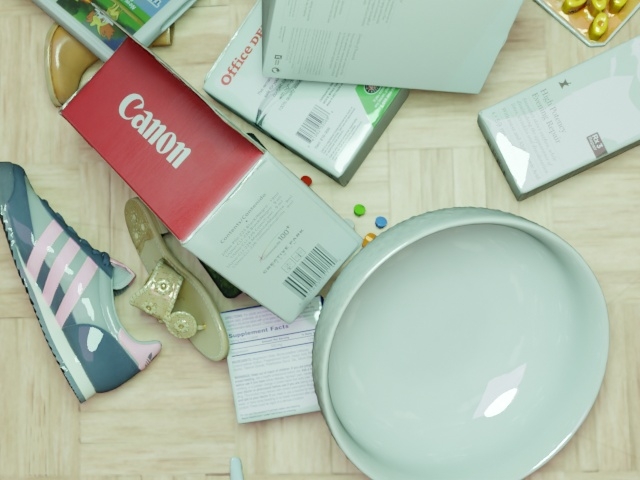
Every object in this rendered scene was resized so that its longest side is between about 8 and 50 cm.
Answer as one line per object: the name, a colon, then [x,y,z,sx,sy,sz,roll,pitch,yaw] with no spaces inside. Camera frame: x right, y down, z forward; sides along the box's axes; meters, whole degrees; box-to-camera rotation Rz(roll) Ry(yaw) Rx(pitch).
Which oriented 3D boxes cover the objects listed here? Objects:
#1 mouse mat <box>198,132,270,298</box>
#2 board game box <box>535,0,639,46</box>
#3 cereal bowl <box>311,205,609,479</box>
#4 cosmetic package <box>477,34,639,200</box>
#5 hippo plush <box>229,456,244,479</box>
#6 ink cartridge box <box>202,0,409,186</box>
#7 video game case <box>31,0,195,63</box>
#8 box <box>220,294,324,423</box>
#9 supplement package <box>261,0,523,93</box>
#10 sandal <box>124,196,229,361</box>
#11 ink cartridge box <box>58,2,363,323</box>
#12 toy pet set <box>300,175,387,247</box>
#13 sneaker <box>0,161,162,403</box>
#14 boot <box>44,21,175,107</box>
mouse mat: [-0.099,-0.035,1.314,0.152,0.007,0.189,-40,57,1]
board game box: [0.328,-0.506,1.318,0.390,0.050,0.390,42,92,4]
cereal bowl: [0.146,0.116,1.219,0.339,0.141,0.339,-4,106,-14]
cosmetic package: [0.317,-0.148,1.285,0.231,0.085,0.117,-27,83,4]
hippo plush: [-0.111,0.439,1.194,0.234,0.236,0.294,36,89,8]
ink cartridge box: [-0.016,-0.187,1.320,0.208,0.087,0.153,35,88,8]
video game case: [-0.270,-0.414,1.355,0.329,0.036,0.300,41,74,9]
box: [-0.046,0.144,1.299,0.126,0.072,0.137,-10,84,5]
supplement package: [0.074,-0.310,1.209,0.263,0.199,0.198,3,60,-9]
sandal: [-0.202,0.055,1.295,0.079,0.088,0.240,-14,64,-36]
ink cartridge box: [-0.144,-0.088,1.171,0.130,0.272,0.309,-48,48,0]
toy pet set: [0.000,0.000,1.327,0.122,0.065,0.114,30,53,5]
sneaker: [-0.306,0.034,1.333,0.131,0.112,0.319,-23,85,-14]
boot: [-0.264,-0.257,1.362,0.152,0.073,0.197,9,88,3]
